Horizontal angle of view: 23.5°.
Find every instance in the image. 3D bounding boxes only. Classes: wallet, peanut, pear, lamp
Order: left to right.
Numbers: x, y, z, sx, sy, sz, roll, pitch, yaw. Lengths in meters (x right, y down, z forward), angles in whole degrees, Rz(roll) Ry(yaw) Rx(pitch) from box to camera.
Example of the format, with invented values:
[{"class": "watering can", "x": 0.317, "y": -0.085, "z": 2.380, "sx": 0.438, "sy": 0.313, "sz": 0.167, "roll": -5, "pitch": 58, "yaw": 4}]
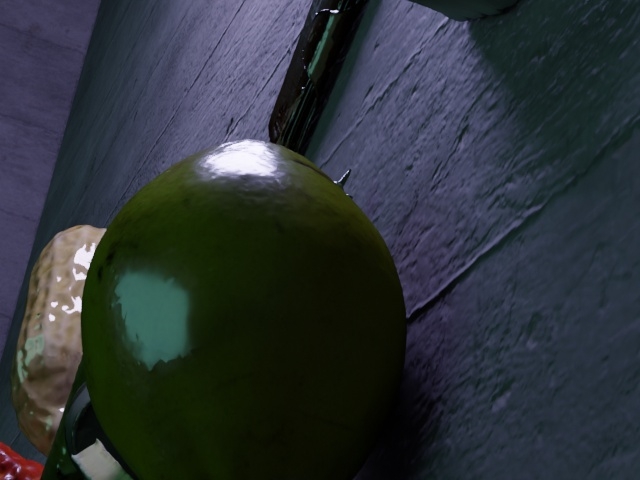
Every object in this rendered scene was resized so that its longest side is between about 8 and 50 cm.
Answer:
[{"class": "peanut", "x": -0.323, "y": 0.125, "z": 1.979, "sx": 0.153, "sy": 0.140, "sz": 0.325, "roll": -36, "pitch": 39, "yaw": 54}, {"class": "lamp", "x": -0.166, "y": 0.169, "z": 1.374, "sx": 0.215, "sy": 0.121, "sz": 0.121, "roll": 45, "pitch": -117, "yaw": -87}, {"class": "pear", "x": -0.049, "y": 0.055, "z": 0.972, "sx": 0.212, "sy": 0.212, "sz": 0.269, "roll": 127, "pitch": 148, "yaw": -49}, {"class": "wallet", "x": 0.001, "y": -0.194, "z": 1.418, "sx": 0.122, "sy": 0.031, "sz": 0.232, "roll": -110, "pitch": 42, "yaw": -69}]

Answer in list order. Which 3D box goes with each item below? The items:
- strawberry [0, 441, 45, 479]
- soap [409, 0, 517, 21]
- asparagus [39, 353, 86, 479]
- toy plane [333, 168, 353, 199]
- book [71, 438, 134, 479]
[{"class": "strawberry", "x": -0.420, "y": 0.404, "z": 1.821, "sx": 0.351, "sy": 0.267, "sz": 0.312, "roll": 81, "pitch": -166, "yaw": -68}, {"class": "soap", "x": 0.115, "y": -0.253, "z": 1.024, "sx": 0.119, "sy": 0.066, "sz": 0.198, "roll": -166, "pitch": 94, "yaw": -77}, {"class": "asparagus", "x": -0.174, "y": 0.102, "z": 1.523, "sx": 0.108, "sy": 0.128, "sz": 0.382, "roll": 41, "pitch": 119, "yaw": 39}, {"class": "toy plane", "x": 0.000, "y": 0.000, "z": 1.163, "sx": 0.102, "sy": 0.040, "sz": 0.111, "roll": -28, "pitch": -45, "yaw": -59}, {"class": "book", "x": -0.081, "y": 0.231, "z": 0.972, "sx": 0.026, "sy": 0.201, "sz": 0.289, "roll": -33, "pitch": 8, "yaw": -13}]
